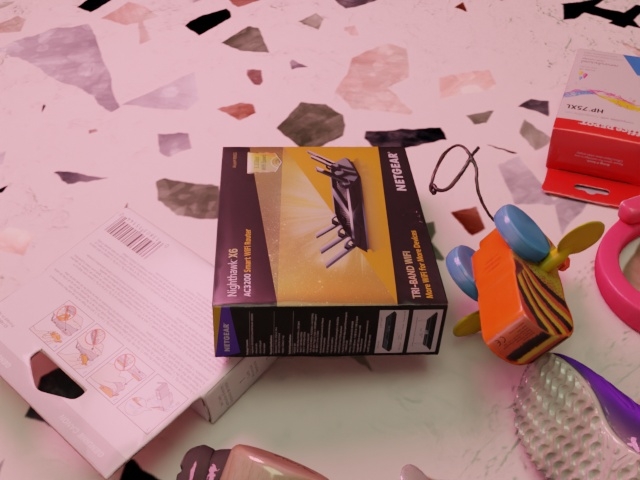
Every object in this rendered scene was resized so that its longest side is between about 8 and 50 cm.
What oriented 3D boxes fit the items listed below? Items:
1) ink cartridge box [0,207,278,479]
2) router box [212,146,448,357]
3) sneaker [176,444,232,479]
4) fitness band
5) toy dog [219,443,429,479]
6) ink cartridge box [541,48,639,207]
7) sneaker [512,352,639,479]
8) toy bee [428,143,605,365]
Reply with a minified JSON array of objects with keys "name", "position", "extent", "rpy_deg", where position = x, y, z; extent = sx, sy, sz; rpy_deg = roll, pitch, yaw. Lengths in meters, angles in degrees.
[{"name":"ink cartridge box","position":[-0.228,0.114,0.898],"extent":[0.296,0.066,0.261],"rpy_deg":[31,58,30]},{"name":"router box","position":[0.000,0.000,0.907],"extent":[0.243,0.081,0.309],"rpy_deg":[-1,39,-5]},{"name":"sneaker","position":[-0.085,0.308,0.690],"extent":[0.106,0.101,0.267],"rpy_deg":[0,50,1]},{"name":"fitness band","position":[0.470,0.020,0.903],"extent":[0.290,0.054,0.209],"rpy_deg":[-17,52,-6]},{"name":"toy dog","position":[0.022,0.281,0.639],"extent":[0.220,0.334,0.161],"rpy_deg":[-49,18,-13]},{"name":"ink cartridge box","position":[0.392,-0.156,1.046],"extent":[0.134,0.078,0.231],"rpy_deg":[14,53,19]},{"name":"sneaker","position":[0.309,0.214,0.728],"extent":[0.146,0.102,0.293],"rpy_deg":[14,19,-28]},{"name":"toy bee","position":[0.233,0.021,0.854],"extent":[0.162,0.195,0.298],"rpy_deg":[29,54,-25]}]
